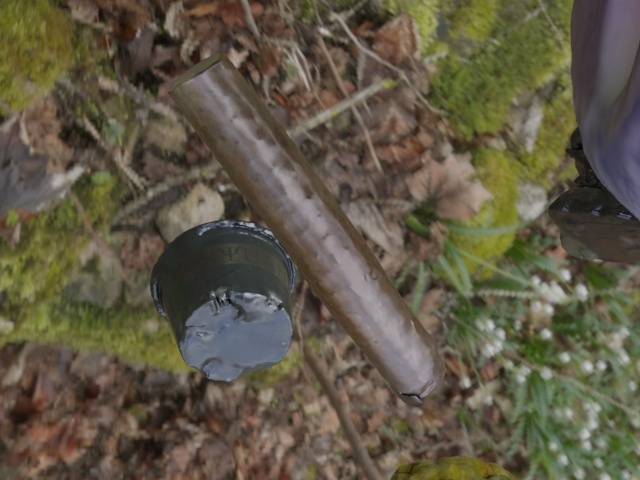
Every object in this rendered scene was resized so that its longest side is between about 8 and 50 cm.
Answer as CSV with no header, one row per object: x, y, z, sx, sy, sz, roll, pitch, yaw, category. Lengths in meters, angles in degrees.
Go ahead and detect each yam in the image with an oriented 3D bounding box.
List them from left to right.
0.000,0.000,0.730,0.046,0.046,0.264,-35,112,6,yam

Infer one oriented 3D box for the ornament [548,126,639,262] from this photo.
0.383,-0.093,1.247,0.251,0.260,0.106,8,148,28,ornament

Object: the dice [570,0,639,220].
0.252,-0.135,0.435,0.270,0.270,0.271,10,130,-1,dice

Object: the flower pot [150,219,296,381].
-0.093,0.070,1.248,0.157,0.107,0.157,-8,126,-10,flower pot

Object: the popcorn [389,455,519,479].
0.112,0.271,0.913,0.169,0.189,0.218,-35,87,36,popcorn
